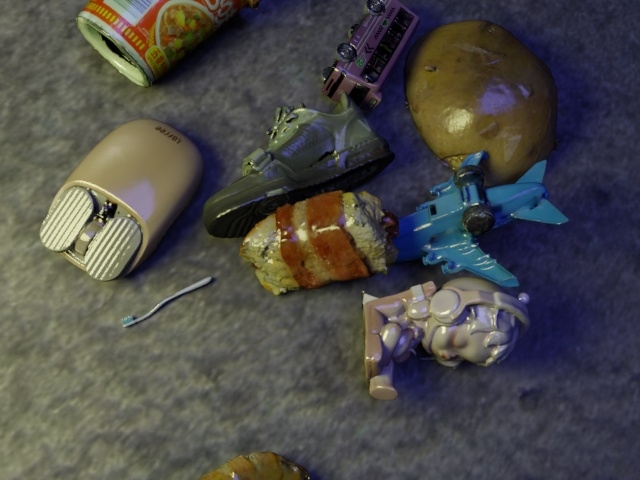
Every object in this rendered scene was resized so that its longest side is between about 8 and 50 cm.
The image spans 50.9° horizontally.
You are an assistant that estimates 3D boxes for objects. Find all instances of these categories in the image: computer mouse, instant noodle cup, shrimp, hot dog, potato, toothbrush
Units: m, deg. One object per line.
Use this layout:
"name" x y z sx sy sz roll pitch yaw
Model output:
"computer mouse" -0.255 -0.061 0.891 0.145 0.082 0.236 35 68 0
"instant noodle cup" -0.219 -0.333 0.945 0.193 0.193 0.212 38 78 2
"shrimp" -0.112 0.362 0.805 0.253 0.058 0.173 -33 90 -21
"hot dog" 0.000 0.000 0.893 0.213 0.146 0.103 -7 44 13
"potato" 0.258 -0.233 1.042 0.239 0.116 0.298 -16 75 -12
"toothbrush" -0.203 0.081 0.894 0.131 0.011 0.013 -28 101 -19

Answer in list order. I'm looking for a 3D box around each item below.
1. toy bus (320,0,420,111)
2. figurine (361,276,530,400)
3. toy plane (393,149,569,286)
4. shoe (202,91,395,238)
"toy bus" 0.077 -0.286 1.030 0.098 0.087 0.178 33 67 -7
"figurine" 0.167 0.121 0.882 0.237 0.162 0.141 -7 55 -4
"toy plane" 0.185 -0.028 0.917 0.272 0.105 0.254 -14 44 14
"shoe" -0.049 -0.116 0.943 0.293 0.109 0.149 -23 74 -20
